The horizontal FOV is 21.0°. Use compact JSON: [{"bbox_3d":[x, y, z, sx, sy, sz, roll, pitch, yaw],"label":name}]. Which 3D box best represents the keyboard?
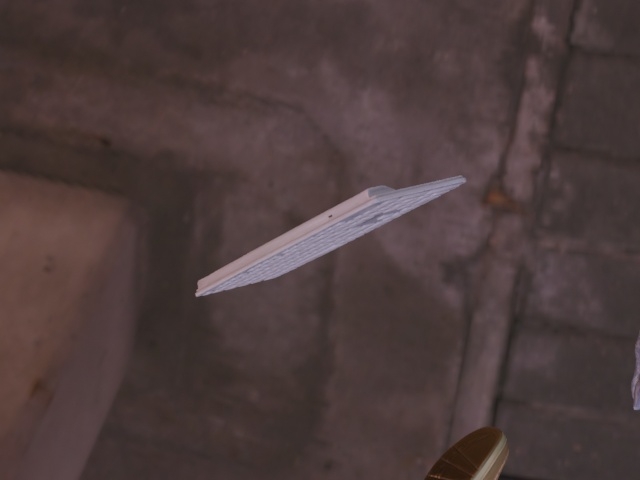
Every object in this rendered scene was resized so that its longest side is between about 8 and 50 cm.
[{"bbox_3d":[0.000,0.000,1.146,0.256,0.072,0.014,-27,73,57],"label":"keyboard"}]

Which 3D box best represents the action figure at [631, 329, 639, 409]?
[{"bbox_3d":[0.383,0.035,1.056,0.370,0.276,0.248,5,148,5],"label":"action figure"}]

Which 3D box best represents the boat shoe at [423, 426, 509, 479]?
[{"bbox_3d":[0.104,0.217,1.362,0.048,0.056,0.153,38,80,-26],"label":"boat shoe"}]
